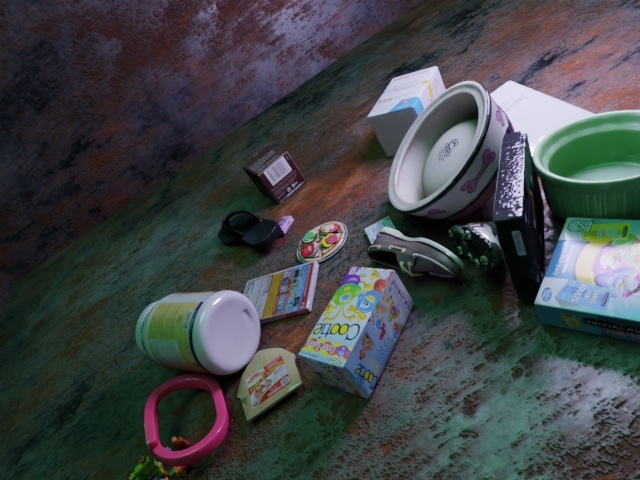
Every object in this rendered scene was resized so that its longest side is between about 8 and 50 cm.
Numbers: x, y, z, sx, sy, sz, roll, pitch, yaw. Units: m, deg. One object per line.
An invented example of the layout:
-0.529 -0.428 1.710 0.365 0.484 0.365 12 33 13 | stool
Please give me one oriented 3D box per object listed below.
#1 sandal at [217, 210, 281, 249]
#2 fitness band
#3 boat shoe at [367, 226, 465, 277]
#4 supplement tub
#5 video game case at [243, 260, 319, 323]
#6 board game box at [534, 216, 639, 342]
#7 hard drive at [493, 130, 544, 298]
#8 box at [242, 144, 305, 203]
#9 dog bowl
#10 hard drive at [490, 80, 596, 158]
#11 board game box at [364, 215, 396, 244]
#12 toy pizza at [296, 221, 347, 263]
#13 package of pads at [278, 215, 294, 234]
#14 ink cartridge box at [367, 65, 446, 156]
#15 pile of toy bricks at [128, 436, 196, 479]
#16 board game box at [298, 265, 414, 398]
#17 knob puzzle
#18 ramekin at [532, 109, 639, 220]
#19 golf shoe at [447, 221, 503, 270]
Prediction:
-0.310 -0.063 1.782 0.446 0.107 0.167 7 53 54 | sandal
-0.358 0.469 1.173 0.209 0.054 0.291 -13 26 -18 | fitness band
0.247 0.047 1.190 0.096 0.116 0.324 -48 32 -11 | boat shoe
-0.376 0.275 1.327 0.331 0.241 0.241 -7 43 35 | supplement tub
-0.144 0.180 1.438 0.285 0.025 0.204 -18 37 24 | video game case
0.635 0.074 0.850 0.336 0.079 0.253 6 51 45 | board game box
0.464 -0.068 1.011 0.064 0.237 0.339 -8 39 33 | hard drive
-0.208 -0.298 1.948 0.168 0.167 0.203 -42 34 -9 | box
0.375 -0.237 1.263 0.408 0.150 0.408 -51 24 34 | dog bowl
0.633 -0.368 1.367 0.233 0.047 0.353 -36 44 -1 | hard drive
0.195 -0.029 1.406 0.090 0.020 0.090 -29 35 9 | board game box
0.000 0.000 1.527 0.201 0.032 0.201 -23 36 18 | toy pizza
-0.144 -0.059 1.722 0.050 0.032 0.083 -4 44 38 | package of pads
0.349 -0.491 1.678 0.198 0.197 0.270 0 47 41 | ink cartridge box
-0.427 0.586 1.113 0.212 0.105 0.118 -43 35 -12 | pile of toy bricks
0.096 0.216 1.081 0.142 0.144 0.275 2 48 43 | board game box
-0.142 0.374 1.194 0.213 0.030 0.213 -23 36 18 | knob puzzle
0.671 -0.163 1.022 0.304 0.148 0.303 -19 33 13 | ramekin
0.399 -0.006 1.062 0.120 0.105 0.273 -18 9 5 | golf shoe
